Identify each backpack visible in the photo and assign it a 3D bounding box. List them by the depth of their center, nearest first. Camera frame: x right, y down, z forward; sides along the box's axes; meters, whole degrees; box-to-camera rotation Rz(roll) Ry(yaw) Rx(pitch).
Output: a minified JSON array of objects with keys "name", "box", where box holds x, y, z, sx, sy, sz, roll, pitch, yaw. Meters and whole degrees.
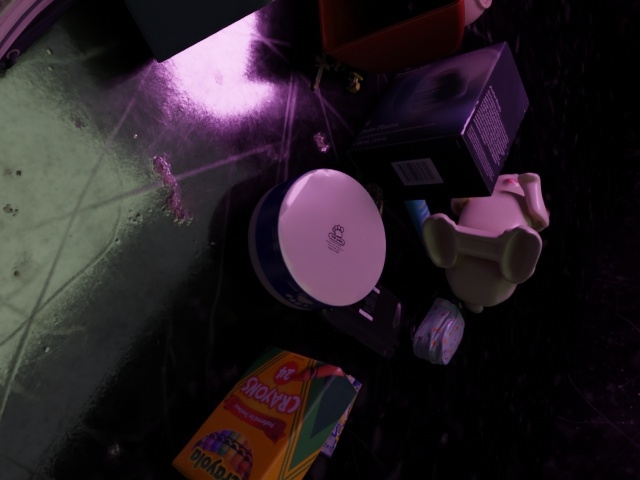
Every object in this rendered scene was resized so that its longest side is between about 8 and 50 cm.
[{"name":"backpack","box":[0.325,0.247,1.247,0.182,0.115,0.152,-48,126,-29]}]

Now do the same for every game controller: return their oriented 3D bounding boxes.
[{"name":"game controller","box":[0.098,0.160,1.067,0.319,0.067,0.167,39,51,-39]}]

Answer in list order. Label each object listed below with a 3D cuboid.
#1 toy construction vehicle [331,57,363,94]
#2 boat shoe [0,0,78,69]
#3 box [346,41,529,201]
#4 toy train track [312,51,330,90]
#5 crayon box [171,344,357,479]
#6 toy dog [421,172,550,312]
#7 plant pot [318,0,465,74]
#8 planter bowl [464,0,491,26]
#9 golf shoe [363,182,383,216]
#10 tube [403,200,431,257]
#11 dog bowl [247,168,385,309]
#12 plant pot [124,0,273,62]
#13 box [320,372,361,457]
[{"name":"toy construction vehicle","box":[0.068,-0.391,1.013,0.085,0.035,0.098,23,76,-43]},{"name":"boat shoe","box":[-0.399,-0.240,0.464,0.500,0.156,0.187,-46,114,-10]},{"name":"box","box":[0.266,-0.258,1.035,0.183,0.296,0.294,50,58,-33]},{"name":"toy train track","box":[-0.004,-0.358,0.961,0.048,0.014,0.083,19,84,-51]},{"name":"crayon box","box":[-0.107,0.337,0.764,0.318,0.202,0.081,-50,123,-32]},{"name":"toy dog","box":[0.515,-0.027,1.290,0.408,0.284,0.396,-48,129,-41]},{"name":"plant pot","box":[0.164,-0.495,0.938,0.235,0.267,0.268,13,70,-61]},{"name":"planter bowl","box":[0.416,-0.694,1.289,0.162,0.109,0.162,-2,93,-45]},{"name":"golf shoe","box":[0.107,-0.041,1.061,0.086,0.067,0.186,46,55,-69]},{"name":"tube","box":[0.277,-0.051,1.235,0.080,0.052,0.207,-50,130,-22]},{"name":"dog bowl","box":[0.000,0.000,0.881,0.264,0.104,0.265,8,76,-37]},{"name":"plant pot","box":[-0.158,-0.443,0.612,0.252,0.247,0.248,57,46,-32]},{"name":"box","box":[0.023,0.373,0.993,0.054,0.059,0.169,47,61,-37]}]
